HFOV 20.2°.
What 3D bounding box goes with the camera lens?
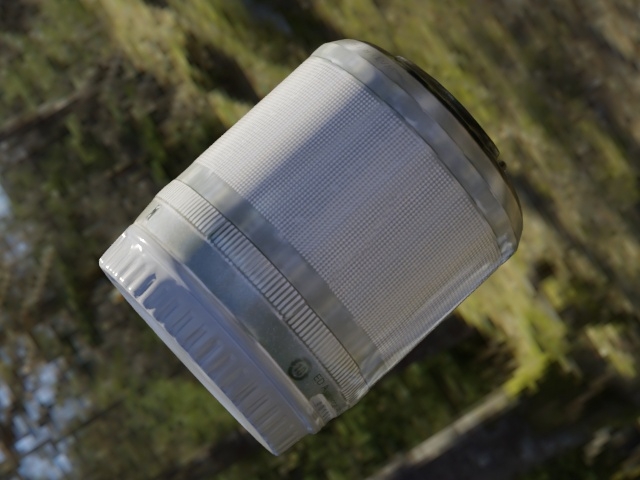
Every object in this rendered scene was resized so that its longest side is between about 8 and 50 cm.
[{"bbox_3d":[0.000,0.000,1.373,0.219,0.274,0.219,46,172,8],"label":"camera lens"}]
